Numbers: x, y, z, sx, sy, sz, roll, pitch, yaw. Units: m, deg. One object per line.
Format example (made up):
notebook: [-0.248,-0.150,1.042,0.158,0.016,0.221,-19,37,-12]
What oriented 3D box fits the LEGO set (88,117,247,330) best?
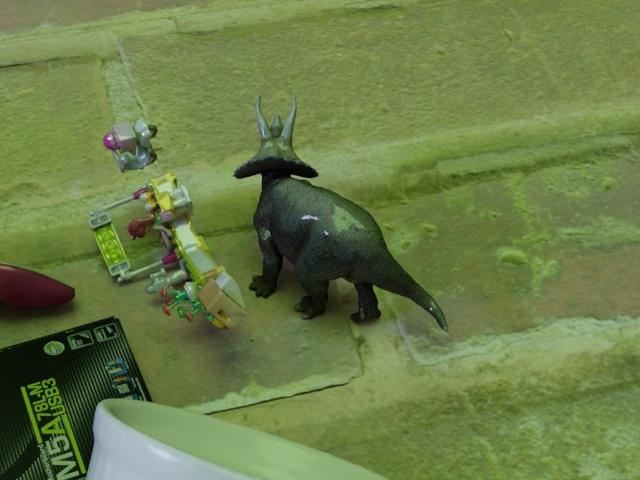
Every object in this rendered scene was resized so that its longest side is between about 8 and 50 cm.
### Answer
LEGO set: [-0.171,0.014,1.285,0.107,0.132,0.287,-22,56,-11]

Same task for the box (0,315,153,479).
box: [-0.254,0.173,1.172,0.184,0.045,0.191,-14,47,-18]

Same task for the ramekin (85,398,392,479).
ramekin: [-0.063,0.230,0.967,0.277,0.277,0.135,18,87,15]

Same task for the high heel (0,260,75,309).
high heel: [-0.381,0.076,1.263,0.244,0.082,0.117,9,76,-12]

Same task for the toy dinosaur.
toy dinosaur: [0.000,0.000,1.270,0.121,0.160,0.313,-27,51,-25]
